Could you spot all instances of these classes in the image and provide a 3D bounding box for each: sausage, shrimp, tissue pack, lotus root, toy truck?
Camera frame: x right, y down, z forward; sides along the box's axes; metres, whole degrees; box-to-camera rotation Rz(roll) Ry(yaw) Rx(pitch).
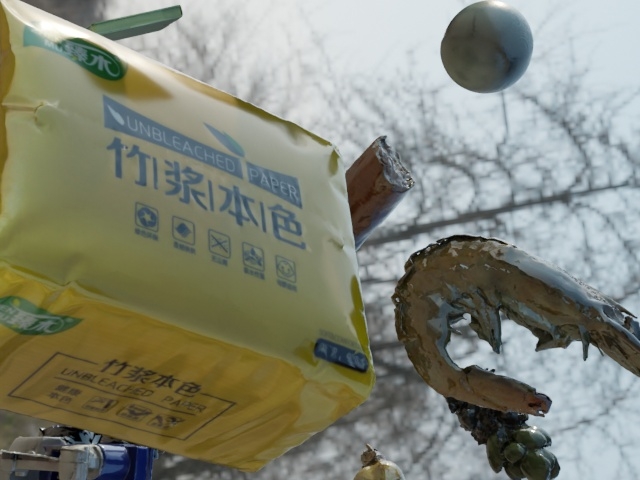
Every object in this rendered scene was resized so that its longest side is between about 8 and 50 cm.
[{"bbox_3d":[0.001,0.000,1.536,0.076,0.302,0.103,46,20,9],"label":"sausage"},{"bbox_3d":[0.180,0.088,1.179,0.253,0.173,0.058,32,-23,16],"label":"shrimp"},{"bbox_3d":[-0.164,0.004,1.110,0.228,0.382,0.293,-39,-136,36],"label":"tissue pack"},{"bbox_3d":[0.064,0.286,1.396,0.072,0.063,0.152,107,-21,-51],"label":"lotus root"},{"bbox_3d":[-0.270,0.263,1.344,0.177,0.213,0.161,21,67,-52],"label":"toy truck"}]

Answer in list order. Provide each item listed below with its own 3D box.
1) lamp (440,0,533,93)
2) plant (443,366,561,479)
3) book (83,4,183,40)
[{"bbox_3d":[0.187,-0.217,1.448,0.105,0.105,0.105,171,-90,-79],"label":"lamp"},{"bbox_3d":[0.194,0.202,1.380,0.174,0.085,0.087,47,-57,41],"label":"plant"},{"bbox_3d":[-0.210,-0.231,1.395,0.135,0.103,0.017,-169,-115,-74],"label":"book"}]
